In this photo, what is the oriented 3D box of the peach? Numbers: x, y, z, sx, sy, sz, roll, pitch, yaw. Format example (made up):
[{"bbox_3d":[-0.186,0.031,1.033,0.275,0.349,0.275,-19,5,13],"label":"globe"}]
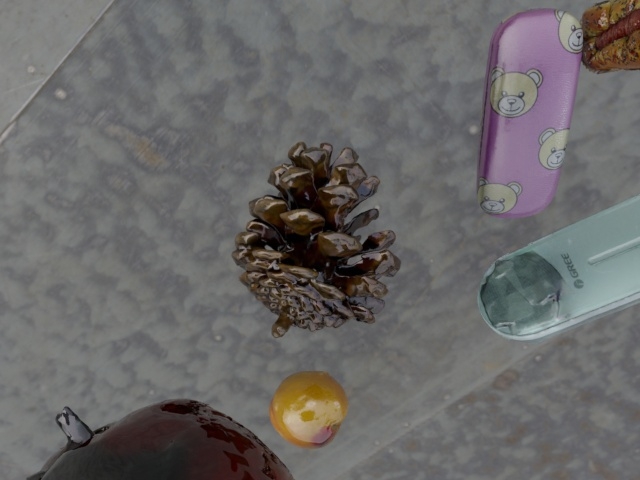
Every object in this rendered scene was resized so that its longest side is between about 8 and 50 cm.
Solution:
[{"bbox_3d":[-0.021,0.290,1.020,0.138,0.138,0.138,-3,123,-4],"label":"peach"}]

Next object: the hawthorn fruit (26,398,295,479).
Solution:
[{"bbox_3d":[-0.142,0.300,0.549,0.316,0.316,0.315,-3,123,-4],"label":"hawthorn fruit"}]

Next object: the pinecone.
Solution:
[{"bbox_3d":[0.000,0.000,0.857,0.244,0.309,0.244,10,158,4],"label":"pinecone"}]

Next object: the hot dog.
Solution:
[{"bbox_3d":[0.422,-0.284,0.811,0.059,0.191,0.108,-10,101,-12],"label":"hot dog"}]

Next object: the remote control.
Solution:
[{"bbox_3d":[0.285,0.031,0.619,0.247,0.104,0.052,-27,140,21],"label":"remote control"}]

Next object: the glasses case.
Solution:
[{"bbox_3d":[0.299,-0.173,0.869,0.123,0.075,0.316,-3,123,1],"label":"glasses case"}]
